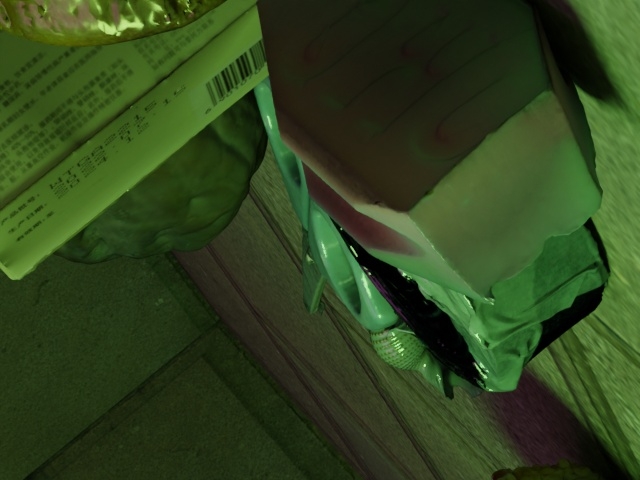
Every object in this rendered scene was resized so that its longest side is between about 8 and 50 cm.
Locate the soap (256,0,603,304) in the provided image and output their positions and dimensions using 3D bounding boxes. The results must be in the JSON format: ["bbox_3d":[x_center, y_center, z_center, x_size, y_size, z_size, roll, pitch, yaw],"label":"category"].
[{"bbox_3d":[0.036,-0.049,0.690,0.149,0.100,0.056,45,171,44],"label":"soap"}]

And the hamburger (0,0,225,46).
[{"bbox_3d":[-0.059,-0.150,0.546,0.185,0.177,0.113,-6,139,27],"label":"hamburger"}]

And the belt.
[{"bbox_3d":[0.060,-0.005,0.880,0.151,0.078,0.198,51,172,12],"label":"belt"}]

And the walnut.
[{"bbox_3d":[-0.138,-0.086,1.266,0.224,0.224,0.224,50,173,8],"label":"walnut"}]

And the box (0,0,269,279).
[{"bbox_3d":[-0.120,-0.115,0.887,0.168,0.212,0.095,49,174,12],"label":"box"}]

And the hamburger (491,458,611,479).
[{"bbox_3d":[0.106,0.273,1.205,0.170,0.302,0.302,36,167,31],"label":"hamburger"}]

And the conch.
[{"bbox_3d":[0.075,0.063,1.241,0.085,0.056,0.076,33,161,-25],"label":"conch"}]

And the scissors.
[{"bbox_3d":[0.001,-0.001,1.266,0.360,0.029,0.191,90,155,-74],"label":"scissors"}]
